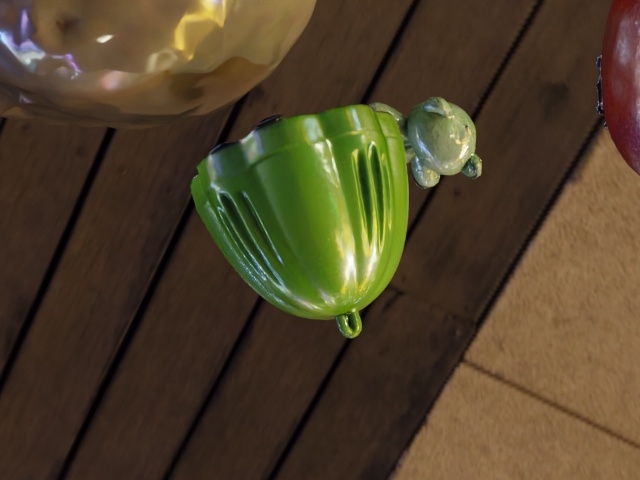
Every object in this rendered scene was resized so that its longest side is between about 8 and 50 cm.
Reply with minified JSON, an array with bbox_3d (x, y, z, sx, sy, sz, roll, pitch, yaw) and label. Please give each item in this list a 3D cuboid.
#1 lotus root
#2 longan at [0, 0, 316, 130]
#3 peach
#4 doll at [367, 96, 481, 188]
[{"bbox_3d":[0.000,0.000,1.077,0.186,0.186,0.186,1,110,4],"label":"lotus root"},{"bbox_3d":[-0.182,-0.297,1.158,0.404,0.436,0.404,0,90,-22],"label":"longan"},{"bbox_3d":[0.459,-0.217,1.499,0.258,0.201,0.361,5,98,-5],"label":"peach"},{"bbox_3d":[0.085,-0.101,1.281,0.150,0.077,0.115,-6,134,38],"label":"doll"}]
